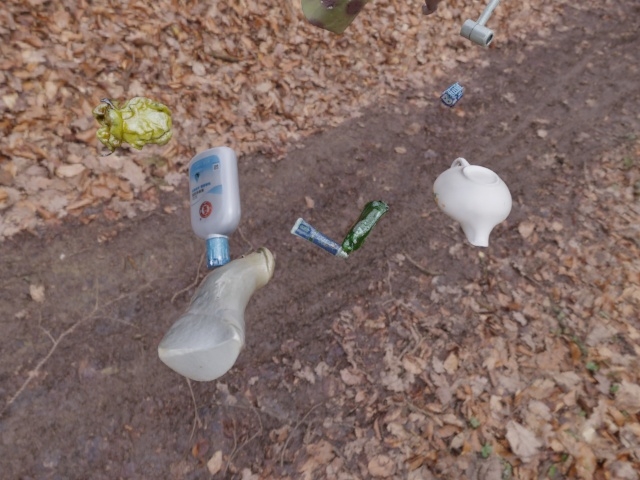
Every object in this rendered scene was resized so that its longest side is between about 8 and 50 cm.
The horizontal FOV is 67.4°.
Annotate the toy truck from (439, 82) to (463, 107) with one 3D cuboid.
[{"bbox_3d":[0.421,-0.470,1.532,0.056,0.073,0.090,45,8,7],"label":"toy truck"}]

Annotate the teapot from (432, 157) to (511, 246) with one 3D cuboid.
[{"bbox_3d":[0.282,-0.092,0.897,0.145,0.092,0.226,9,39,-7],"label":"teapot"}]

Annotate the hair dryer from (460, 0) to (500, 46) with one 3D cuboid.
[{"bbox_3d":[0.453,-0.605,1.304,0.082,0.137,0.047,40,17,25],"label":"hair dryer"}]

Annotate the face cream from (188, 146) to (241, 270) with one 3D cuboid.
[{"bbox_3d":[-0.291,-0.085,1.324,0.080,0.163,0.336,19,61,-57],"label":"face cream"}]

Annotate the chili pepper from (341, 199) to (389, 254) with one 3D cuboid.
[{"bbox_3d":[0.119,-0.039,1.329,0.062,0.108,0.216,37,48,-4],"label":"chili pepper"}]

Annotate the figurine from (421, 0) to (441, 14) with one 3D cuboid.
[{"bbox_3d":[0.270,-0.614,1.095,0.186,0.176,0.287,-23,15,-19],"label":"figurine"}]

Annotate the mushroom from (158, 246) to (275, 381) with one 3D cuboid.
[{"bbox_3d":[-0.203,0.138,1.057,0.177,0.126,0.397,-18,24,13],"label":"mushroom"}]

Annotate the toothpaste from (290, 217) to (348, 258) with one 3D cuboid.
[{"bbox_3d":[0.000,0.000,1.430,0.197,0.057,0.035,31,0,19],"label":"toothpaste"}]

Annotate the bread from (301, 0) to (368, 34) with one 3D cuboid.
[{"bbox_3d":[0.095,-0.848,1.558,0.187,0.338,0.155,-3,64,-42],"label":"bread"}]

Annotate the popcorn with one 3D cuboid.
[{"bbox_3d":[-0.519,-0.321,1.347,0.168,0.173,0.195,39,34,18],"label":"popcorn"}]
